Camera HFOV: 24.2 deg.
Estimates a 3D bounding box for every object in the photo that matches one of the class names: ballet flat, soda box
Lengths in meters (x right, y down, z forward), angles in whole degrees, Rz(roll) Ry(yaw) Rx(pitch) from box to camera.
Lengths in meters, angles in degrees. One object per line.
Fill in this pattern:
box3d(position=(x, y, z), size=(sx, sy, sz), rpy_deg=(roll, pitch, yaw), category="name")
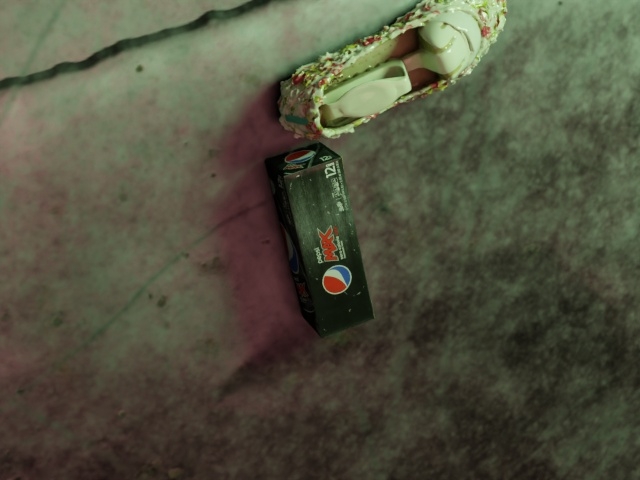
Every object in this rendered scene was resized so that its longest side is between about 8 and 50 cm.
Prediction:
box3d(position=(0.076, -0.152, 1.321), size=(0.241, 0.077, 0.091), rpy_deg=(-31, 117, -9), category="ballet flat")
box3d(position=(0.000, 0.000, 1.361), size=(0.060, 0.053, 0.168), rpy_deg=(-19, 115, -14), category="soda box")
